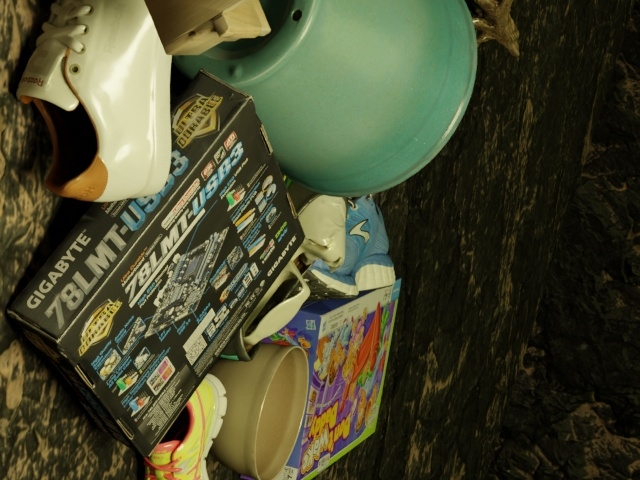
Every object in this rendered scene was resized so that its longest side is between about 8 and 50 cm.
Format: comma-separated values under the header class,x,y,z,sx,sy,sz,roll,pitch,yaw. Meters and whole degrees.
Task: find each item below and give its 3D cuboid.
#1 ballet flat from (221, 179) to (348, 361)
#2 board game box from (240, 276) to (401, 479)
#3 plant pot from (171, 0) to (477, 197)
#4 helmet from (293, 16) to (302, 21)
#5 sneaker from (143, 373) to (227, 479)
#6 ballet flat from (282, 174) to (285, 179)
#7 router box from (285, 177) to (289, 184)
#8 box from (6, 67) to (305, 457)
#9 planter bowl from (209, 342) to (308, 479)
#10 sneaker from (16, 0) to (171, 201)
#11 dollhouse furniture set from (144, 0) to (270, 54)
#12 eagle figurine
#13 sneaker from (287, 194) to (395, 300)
class,x,y,z,sx,sy,sz,roll,pitch,yaw
ballet flat,-0.030,0.023,1.957,0.280,0.096,0.095,-55,143,-7
board game box,0.006,0.177,2.345,0.347,0.078,0.233,-20,121,-70
plant pot,-0.017,-0.205,1.745,0.255,0.271,0.272,24,78,-58
helmet,0.036,-0.188,2.052,0.169,0.169,0.162,-19,104,-70
sneaker,-0.165,0.243,1.884,0.094,0.081,0.209,22,75,-65
ballet flat,-0.067,-0.085,1.929,0.077,0.077,0.231,-52,-167,50
router box,-0.074,-0.036,2.016,0.122,0.038,0.092,-58,153,-47
box,-0.144,0.030,1.675,0.295,0.073,0.293,-54,155,-16
planter bowl,-0.092,0.187,1.998,0.162,0.109,0.162,13,90,-72
sneaker,-0.192,-0.173,1.456,0.123,0.106,0.290,-11,102,-42
dollhouse furniture set,-0.020,-0.323,1.484,0.355,0.173,0.303,-10,77,-59
eagle figurine,0.240,-0.420,2.561,0.226,0.225,0.298,-42,-132,42
sneaker,0.000,0.000,2.180,0.330,0.129,0.147,-16,101,-72
